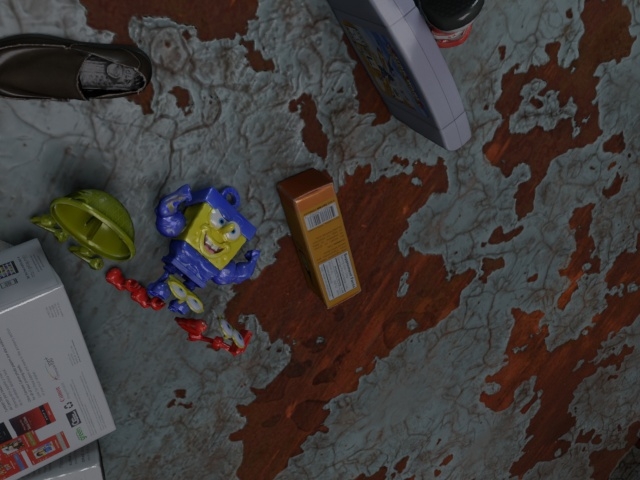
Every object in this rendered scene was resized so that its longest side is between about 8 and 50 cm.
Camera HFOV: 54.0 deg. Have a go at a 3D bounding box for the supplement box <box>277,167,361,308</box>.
[{"bbox_3d":[0.000,0.000,1.078,0.080,0.078,0.233,-25,125,-16],"label":"supplement box"}]

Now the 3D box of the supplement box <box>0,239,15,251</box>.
[{"bbox_3d":[-0.475,0.026,0.885,0.098,0.036,0.062,34,98,-35],"label":"supplement box"}]

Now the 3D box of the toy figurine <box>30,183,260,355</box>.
[{"bbox_3d":[-0.215,-0.011,0.964,0.362,0.191,0.217,45,61,-29],"label":"toy figurine"}]

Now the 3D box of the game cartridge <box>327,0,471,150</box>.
[{"bbox_3d":[0.112,-0.266,0.915,0.062,0.198,0.297,-36,125,2],"label":"game cartridge"}]

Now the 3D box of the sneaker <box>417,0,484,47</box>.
[{"bbox_3d":[0.186,-0.325,0.886,0.090,0.270,0.145,-19,133,12],"label":"sneaker"}]

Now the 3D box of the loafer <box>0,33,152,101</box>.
[{"bbox_3d":[-0.323,-0.218,0.802,0.220,0.078,0.080,-10,120,-21],"label":"loafer"}]

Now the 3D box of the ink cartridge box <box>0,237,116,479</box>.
[{"bbox_3d":[-0.465,0.193,0.869,0.271,0.130,0.310,-24,133,-26],"label":"ink cartridge box"}]

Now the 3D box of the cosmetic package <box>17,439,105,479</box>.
[{"bbox_3d":[-0.450,0.390,1.021,0.183,0.151,0.151,-11,119,-20],"label":"cosmetic package"}]
